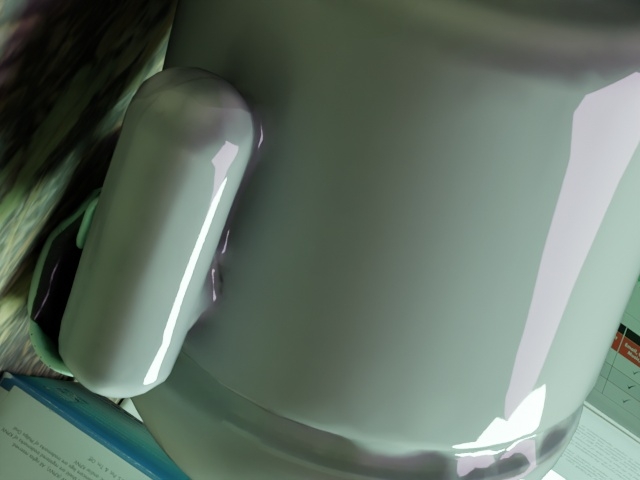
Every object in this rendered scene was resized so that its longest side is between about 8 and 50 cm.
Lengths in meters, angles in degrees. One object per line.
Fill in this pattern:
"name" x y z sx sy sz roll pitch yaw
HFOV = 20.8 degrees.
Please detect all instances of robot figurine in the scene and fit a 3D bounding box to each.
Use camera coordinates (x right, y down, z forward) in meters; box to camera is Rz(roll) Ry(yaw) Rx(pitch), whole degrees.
"robot figurine" 0.032 -0.026 0.678 0.300 0.200 0.353 -13 131 -41

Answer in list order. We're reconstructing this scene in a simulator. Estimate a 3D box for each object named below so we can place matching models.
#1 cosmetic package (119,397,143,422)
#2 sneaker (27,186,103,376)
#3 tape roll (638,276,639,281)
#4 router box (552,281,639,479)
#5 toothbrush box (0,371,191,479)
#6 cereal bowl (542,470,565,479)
"cosmetic package" -0.170 0.276 1.624 0.453 0.161 0.230 -55 177 -24
"sneaker" -0.044 -0.035 0.826 0.256 0.094 0.151 -57 174 4
"tape roll" 0.154 -0.125 0.845 0.077 0.321 0.321 -25 170 -12
"router box" 0.144 -0.037 1.048 0.082 0.335 0.301 -39 -161 56
"toothbrush box" -0.109 0.189 1.038 0.126 0.216 0.295 -56 177 -3
"cereal bowl" 0.036 0.101 1.172 0.339 0.339 0.141 -58 -179 43
